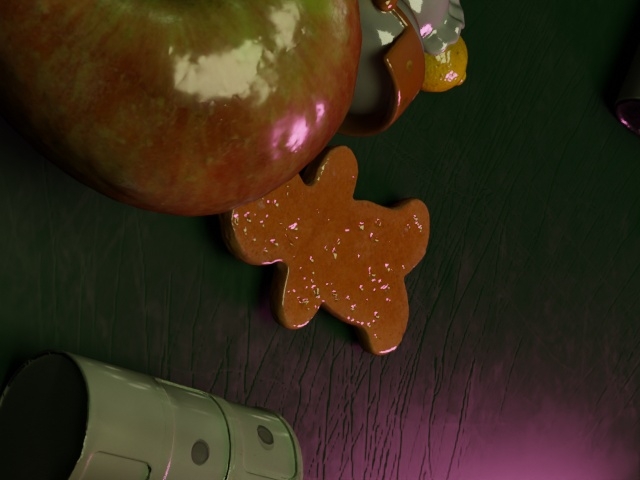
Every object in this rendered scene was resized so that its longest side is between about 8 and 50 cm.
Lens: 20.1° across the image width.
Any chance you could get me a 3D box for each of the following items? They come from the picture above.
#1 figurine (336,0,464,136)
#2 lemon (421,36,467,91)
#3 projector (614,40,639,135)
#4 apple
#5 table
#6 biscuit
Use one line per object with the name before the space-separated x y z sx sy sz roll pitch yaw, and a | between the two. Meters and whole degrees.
figurine | 0.042 -0.186 1.514 0.271 0.143 0.143 -54 127 -22
lemon | 0.101 -0.164 1.614 0.083 0.062 0.062 32 74 -33
projector | 0.407 -0.263 1.849 0.108 0.108 0.337 35 72 -39
apple | -0.123 -0.162 1.302 0.277 0.250 0.309 -25 86 -19
table | -0.133 0.169 1.401 0.220 0.126 0.126 21 81 -41
biscuit | 0.000 0.000 1.561 0.250 0.036 0.165 23 79 -45
